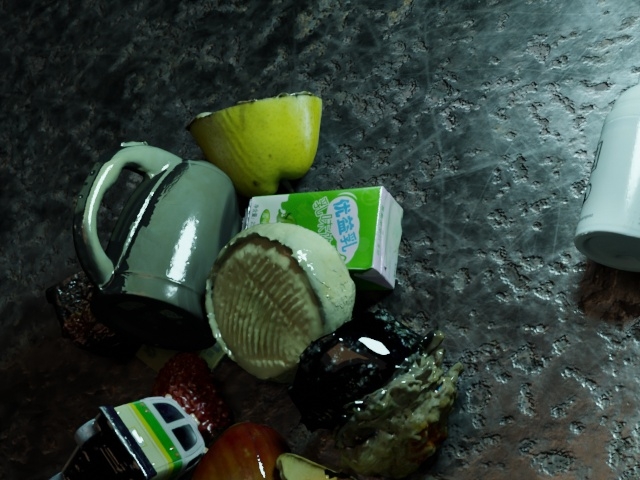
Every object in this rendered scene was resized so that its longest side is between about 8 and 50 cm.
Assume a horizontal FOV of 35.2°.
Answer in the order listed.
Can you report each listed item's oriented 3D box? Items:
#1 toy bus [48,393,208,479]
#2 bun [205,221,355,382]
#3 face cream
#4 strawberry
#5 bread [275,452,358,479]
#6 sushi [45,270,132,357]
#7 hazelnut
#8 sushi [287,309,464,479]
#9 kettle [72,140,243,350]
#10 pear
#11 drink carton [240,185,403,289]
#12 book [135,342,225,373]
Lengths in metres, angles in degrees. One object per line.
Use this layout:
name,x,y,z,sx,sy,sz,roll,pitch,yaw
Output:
toy bus,-0.322,0.389,1.627,0.143,0.179,0.305,49,124,21
bun,-0.056,0.089,1.624,0.259,0.152,0.260,8,103,36
face cream,0.499,-0.146,1.550,0.145,0.145,0.370,6,67,30
strawberry,-0.254,0.288,1.745,0.167,0.087,0.208,-38,58,6
bread,0.077,0.391,1.466,0.211,0.183,0.224,-24,59,13
sushi,-0.405,0.134,1.881,0.172,0.153,0.150,-19,75,-19
hazelnut,-0.114,0.401,1.563,0.180,0.212,0.181,35,42,14
sushi,0.092,0.238,1.522,0.219,0.225,0.238,49,120,25
kettle,-0.282,-0.014,1.767,0.228,0.321,0.324,-22,45,48
pear,-0.114,-0.166,1.874,0.266,0.267,0.178,-10,85,23
drink carton,0.000,0.000,1.760,0.271,0.108,0.161,-3,66,25
book,-0.231,0.172,1.850,0.168,0.013,0.192,30,82,35
